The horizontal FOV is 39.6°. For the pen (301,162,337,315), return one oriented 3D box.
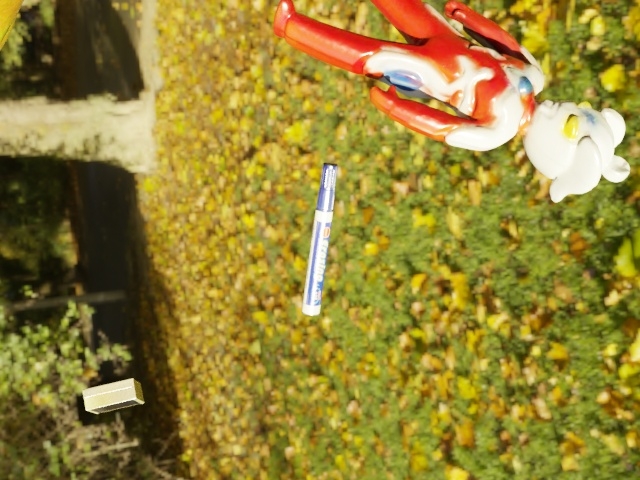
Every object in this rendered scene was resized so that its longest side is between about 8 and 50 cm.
[{"bbox_3d":[0.000,0.000,1.133,0.025,0.025,0.204,-136,50,-63],"label":"pen"}]

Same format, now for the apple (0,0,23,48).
[{"bbox_3d":[-0.309,-0.182,0.527,0.226,0.246,0.246,37,150,5],"label":"apple"}]

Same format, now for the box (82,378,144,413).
[{"bbox_3d":[-0.323,0.243,1.382,0.079,0.083,0.035,96,161,-76],"label":"box"}]

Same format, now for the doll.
[{"bbox_3d":[0.145,-0.167,0.914,0.384,0.188,0.099,34,150,6],"label":"doll"}]
